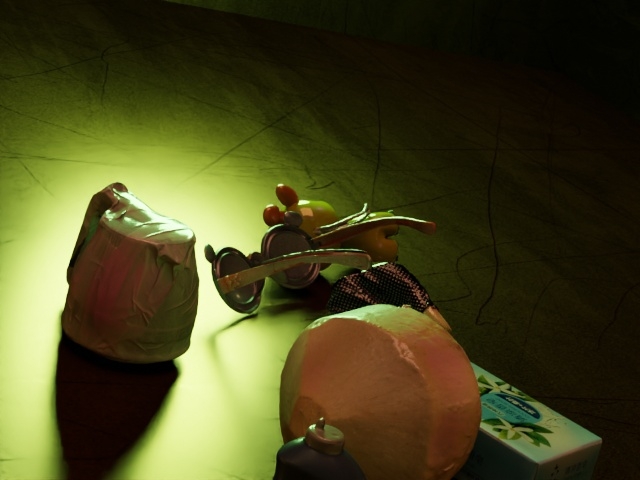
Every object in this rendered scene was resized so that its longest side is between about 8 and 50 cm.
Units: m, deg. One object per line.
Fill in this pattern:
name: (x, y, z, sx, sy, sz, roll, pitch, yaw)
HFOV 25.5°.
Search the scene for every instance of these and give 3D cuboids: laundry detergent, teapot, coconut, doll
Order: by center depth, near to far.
laundry detergent: (-0.013, 0.254, 1.277, 0.097, 0.206, 0.061, 19, 19, 15)
coconut: (0.063, 0.179, 1.565, 0.237, 0.197, 0.237, 19, 19, -7)
teapot: (-0.227, 0.037, 1.763, 0.163, 0.178, 0.221, 12, 18, -13)
doll: (0.003, -0.005, 2.154, 0.221, 0.142, 0.135, 8, -9, -37)

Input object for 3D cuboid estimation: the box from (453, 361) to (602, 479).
box: (0.200, 0.230, 1.697, 0.232, 0.083, 0.143, 31, 26, 36)

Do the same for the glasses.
glasses: (0.000, 0.000, 1.935, 0.268, 0.118, 0.234, -22, -1, 38)

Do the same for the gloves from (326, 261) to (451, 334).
gloves: (0.095, 0.126, 1.922, 0.129, 0.106, 0.180, -5, 56, -31)
